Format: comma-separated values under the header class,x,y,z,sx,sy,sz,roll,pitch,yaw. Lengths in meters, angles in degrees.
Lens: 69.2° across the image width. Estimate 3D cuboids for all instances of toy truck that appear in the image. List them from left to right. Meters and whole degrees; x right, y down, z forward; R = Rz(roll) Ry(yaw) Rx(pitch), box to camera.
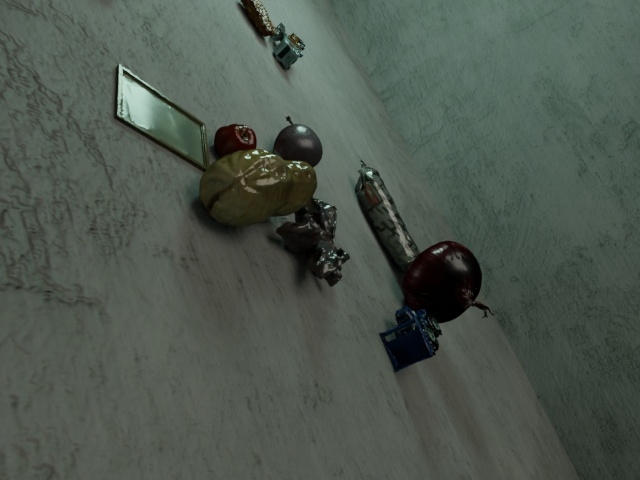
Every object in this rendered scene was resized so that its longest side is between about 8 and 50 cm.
class,x,y,z,sx,sy,sz,roll,pitch,yaw
toy truck,-0.122,-0.692,1.649,0.115,0.080,0.177,41,28,-27
toy truck,0.241,0.250,1.231,0.126,0.113,0.208,57,22,-5

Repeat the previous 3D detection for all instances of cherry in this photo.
class,x,y,z,sx,sy,sz,roll,pitch,yaw
cherry,-0.080,-0.266,1.218,0.148,0.115,0.188,-28,78,-28

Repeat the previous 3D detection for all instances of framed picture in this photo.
class,x,y,z,sx,sy,sz,roll,pitch,yaw
framed picture,-0.284,-0.219,0.852,0.201,0.010,0.136,30,38,-48

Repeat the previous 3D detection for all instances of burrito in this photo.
class,x,y,z,sx,sy,sz,roll,pitch,yaw
burrito,0.225,-0.082,1.608,0.139,0.101,0.445,-17,80,-61

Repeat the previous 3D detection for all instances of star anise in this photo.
class,x,y,z,sx,sy,sz,roll,pitch,yaw
star anise,-0.001,0.002,1.044,0.198,0.110,0.257,57,17,-6

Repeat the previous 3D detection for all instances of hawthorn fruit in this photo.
class,x,y,z,sx,sy,sz,roll,pitch,yaw
hawthorn fruit,-0.173,-0.204,0.959,0.093,0.093,0.093,45,27,-31

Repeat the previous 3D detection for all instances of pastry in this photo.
class,x,y,z,sx,sy,sz,roll,pitch,yaw
pastry,-0.214,-0.766,1.579,0.169,0.063,0.087,62,32,-7

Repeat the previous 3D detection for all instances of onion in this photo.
class,x,y,z,sx,sy,sz,roll,pitch,yaw
onion,0.405,0.146,1.464,0.273,0.273,0.285,41,-1,-36

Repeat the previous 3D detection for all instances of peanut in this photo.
class,x,y,z,sx,sy,sz,roll,pitch,yaw
peanut,-0.108,-0.105,0.908,0.149,0.149,0.313,63,23,8
